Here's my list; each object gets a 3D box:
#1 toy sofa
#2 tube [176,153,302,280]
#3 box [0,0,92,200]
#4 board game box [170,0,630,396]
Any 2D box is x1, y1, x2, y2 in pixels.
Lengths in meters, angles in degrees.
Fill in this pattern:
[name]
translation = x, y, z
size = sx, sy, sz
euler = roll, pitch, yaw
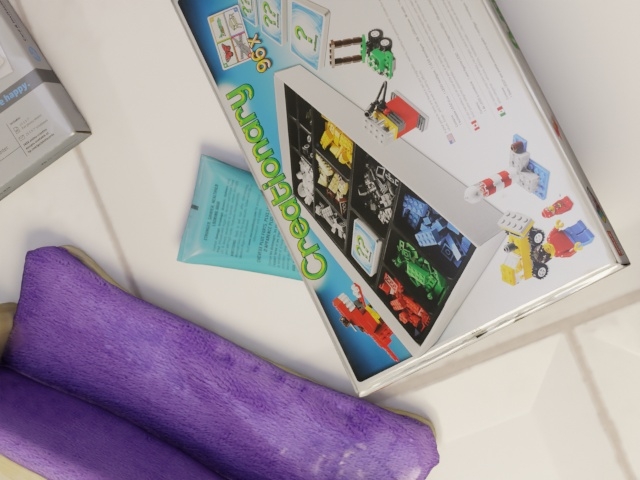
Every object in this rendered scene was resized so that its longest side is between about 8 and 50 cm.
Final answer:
[toy sofa]
translation = -0.107, 0.149, 0.941
size = 0.362, 0.150, 0.177
euler = 26, 99, 10
[tube]
translation = 0.000, 0.000, 0.964
size = 0.207, 0.052, 0.080
euler = 14, 89, 15
[box]
translation = -0.281, -0.117, 1.020
size = 0.145, 0.038, 0.186
euler = -33, 85, 12
[board game box]
translation = 0.047, -0.076, 0.898
size = 0.193, 0.053, 0.305
euler = -28, 81, 17
